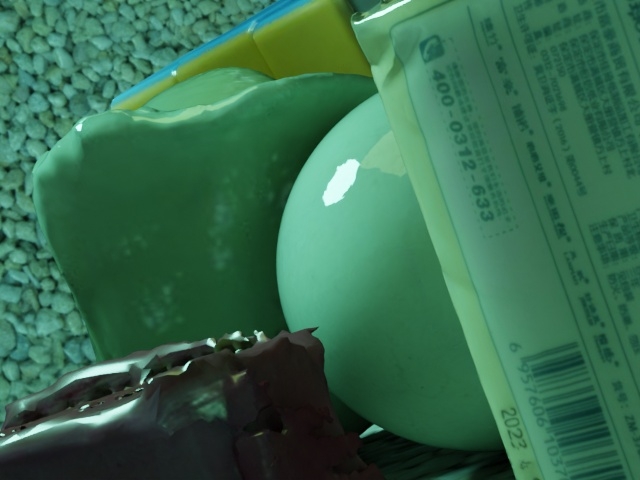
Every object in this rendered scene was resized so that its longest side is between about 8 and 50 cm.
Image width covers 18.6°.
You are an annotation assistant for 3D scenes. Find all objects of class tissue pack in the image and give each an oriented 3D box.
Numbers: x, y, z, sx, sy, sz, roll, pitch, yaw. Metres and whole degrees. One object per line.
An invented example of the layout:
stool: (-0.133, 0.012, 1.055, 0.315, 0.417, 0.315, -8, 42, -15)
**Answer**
tissue pack: (0.115, -0.010, 0.612, 0.148, 0.196, 0.092, -20, 0, 36)

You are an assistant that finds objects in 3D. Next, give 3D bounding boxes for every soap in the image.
soap: (-0.091, 0.115, 0.804, 0.182, 0.112, 0.289, -24, 3, -33)

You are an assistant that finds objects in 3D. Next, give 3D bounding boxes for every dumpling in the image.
dumpling: (-0.029, 0.002, 1.091, 0.270, 0.212, 0.320, -62, -8, 8)

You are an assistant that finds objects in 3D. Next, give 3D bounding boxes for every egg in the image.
egg: (0.095, 0.004, 0.928, 0.264, 0.182, 0.183, -10, -7, -45)

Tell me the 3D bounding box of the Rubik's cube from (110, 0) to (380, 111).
Rubik's cube: (0.081, -0.077, 1.438, 0.290, 0.291, 0.292, -37, 11, -40)
